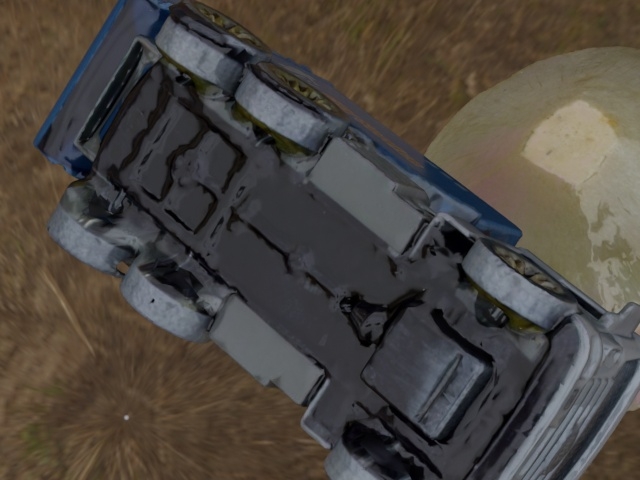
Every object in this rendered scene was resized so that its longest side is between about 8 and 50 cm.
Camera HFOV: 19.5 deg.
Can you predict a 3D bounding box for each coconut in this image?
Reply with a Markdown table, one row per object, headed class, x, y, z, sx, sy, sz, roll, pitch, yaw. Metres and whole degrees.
| class | x | y | z | sx | sy | sz | roll | pitch | yaw |
| --- | --- | --- | --- | --- | --- | --- | --- | --- | --- |
| coconut | 0.161 | -0.015 | 1.147 | 0.237 | 0.237 | 0.197 | -45 | 62 | -8 |

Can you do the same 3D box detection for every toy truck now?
| class | x | y | z | sx | sy | sz | roll | pitch | yaw |
| --- | --- | --- | --- | --- | --- | --- | --- | --- | --- |
| toy truck | 0.000 | 0.000 | 0.965 | 0.367 | 0.175 | 0.146 | 41 | 105 | 31 |
